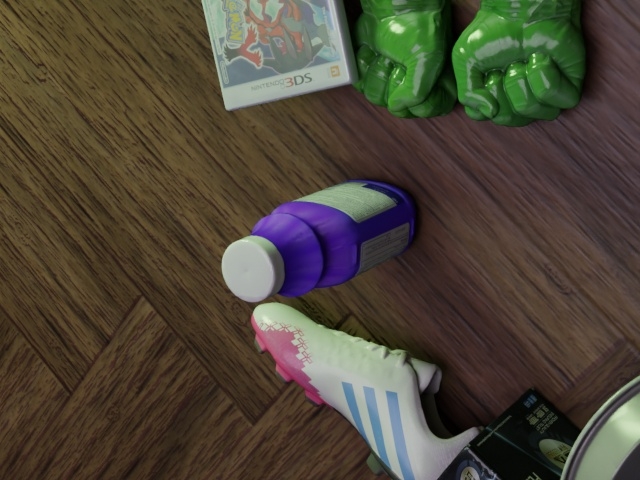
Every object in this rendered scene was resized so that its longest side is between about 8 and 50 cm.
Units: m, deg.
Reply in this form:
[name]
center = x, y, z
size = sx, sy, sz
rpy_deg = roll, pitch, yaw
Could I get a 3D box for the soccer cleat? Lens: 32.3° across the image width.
[soccer cleat]
center = 0.062, 0.168, 1.357
size = 0.331, 0.116, 0.143
rpy_deg = 44, 103, 16

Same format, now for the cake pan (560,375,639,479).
[cake pan]
center = 0.378, 0.250, 1.078
size = 0.293, 0.054, 0.293
rpy_deg = -4, 110, -10

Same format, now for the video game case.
[video game case]
center = -0.055, -0.261, 1.254
size = 0.183, 0.023, 0.201
rpy_deg = -8, 98, 35

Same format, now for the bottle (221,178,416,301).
[bottle]
center = 0.000, 0.000, 1.230
size = 0.118, 0.283, 0.092
rpy_deg = 12, 110, 29

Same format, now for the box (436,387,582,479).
[box]
center = 0.232, 0.264, 1.212
size = 0.147, 0.180, 0.077
rpy_deg = 43, 123, 17

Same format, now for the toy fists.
[toy fists]
center = 0.150, -0.195, 1.193
size = 0.279, 0.096, 0.142
rpy_deg = 8, 109, 30
